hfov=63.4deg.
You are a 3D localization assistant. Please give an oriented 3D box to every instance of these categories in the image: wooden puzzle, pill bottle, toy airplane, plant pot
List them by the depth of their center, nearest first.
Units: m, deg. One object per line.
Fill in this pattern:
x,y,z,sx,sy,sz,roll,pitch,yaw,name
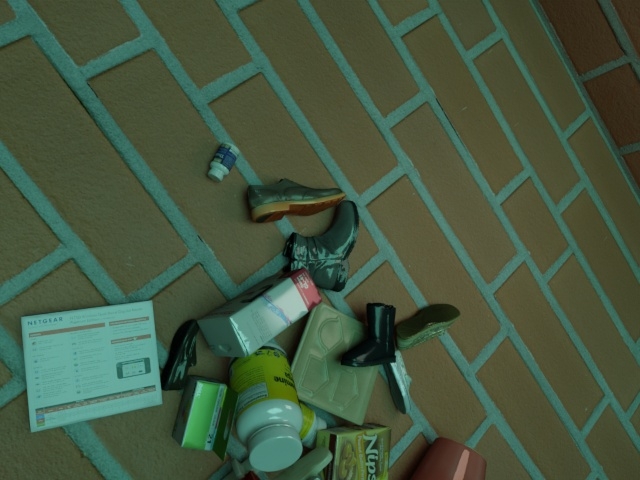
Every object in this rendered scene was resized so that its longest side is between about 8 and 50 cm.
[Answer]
-0.165,0.769,1.455,0.272,0.386,0.384,53,34,-4,toy airplane
-0.154,0.464,1.469,0.187,0.334,0.188,-8,125,-12,pill bottle
-0.090,0.571,1.656,0.208,0.119,0.119,37,70,-17,pill bottle
-0.315,-0.251,1.671,0.067,0.067,0.120,32,71,-20,pill bottle
0.051,0.414,1.759,0.347,0.080,0.322,32,65,-25,wooden puzzle
0.453,0.854,1.826,0.275,0.275,0.243,42,60,-16,plant pot

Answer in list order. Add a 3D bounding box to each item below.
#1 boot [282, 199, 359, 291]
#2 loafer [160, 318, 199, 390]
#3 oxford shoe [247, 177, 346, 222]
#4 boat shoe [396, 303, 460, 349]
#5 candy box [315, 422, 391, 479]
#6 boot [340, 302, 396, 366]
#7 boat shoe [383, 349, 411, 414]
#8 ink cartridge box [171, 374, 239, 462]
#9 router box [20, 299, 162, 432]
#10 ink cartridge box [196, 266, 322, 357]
0.000,0.000,1.772,0.222,0.118,0.338,14,76,-21,boot
-0.409,0.345,1.556,0.078,0.080,0.220,28,74,-33,loafer
-0.074,-0.157,1.750,0.363,0.130,0.133,-10,74,-34,oxford shoe
0.401,0.322,1.951,0.285,0.104,0.089,-17,129,-22,boat shoe
0.110,0.706,1.693,0.316,0.087,0.183,17,76,-48,candy box
0.163,0.314,1.744,0.246,0.094,0.207,4,82,-40,boot
0.295,0.508,1.873,0.075,0.083,0.226,-17,91,-26,boat shoe
-0.328,0.496,1.470,0.097,0.255,0.189,18,76,-23,ink cartridge box
-0.627,0.335,1.439,0.335,0.082,0.301,-4,86,-27,router box
-0.182,0.215,1.565,0.306,0.226,0.131,-30,99,-38,ink cartridge box
